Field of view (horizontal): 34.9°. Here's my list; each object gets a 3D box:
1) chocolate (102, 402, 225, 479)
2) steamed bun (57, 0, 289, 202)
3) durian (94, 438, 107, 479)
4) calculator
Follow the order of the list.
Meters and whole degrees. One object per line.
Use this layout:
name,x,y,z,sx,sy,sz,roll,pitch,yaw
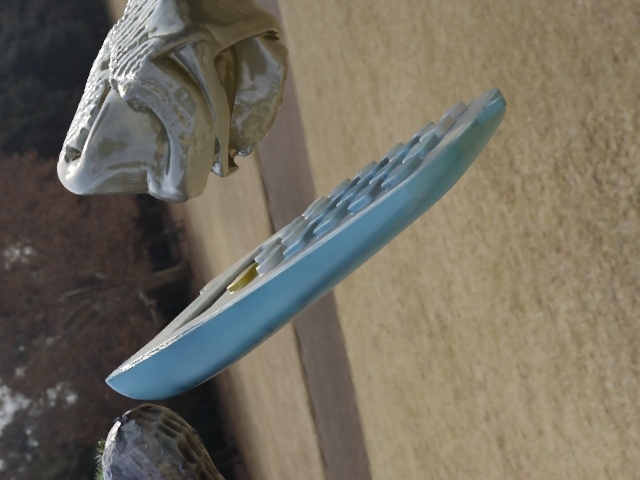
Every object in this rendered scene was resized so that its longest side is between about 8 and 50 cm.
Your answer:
chocolate,-0.130,0.270,1.019,0.248,0.110,0.110,44,159,19
steamed bun,-0.179,-0.216,1.431,0.342,0.255,0.367,-35,39,47
durian,-0.319,0.372,1.691,0.215,0.100,0.086,35,-135,-49
calculator,0.000,0.000,0.826,0.054,0.386,0.256,50,-148,-4
